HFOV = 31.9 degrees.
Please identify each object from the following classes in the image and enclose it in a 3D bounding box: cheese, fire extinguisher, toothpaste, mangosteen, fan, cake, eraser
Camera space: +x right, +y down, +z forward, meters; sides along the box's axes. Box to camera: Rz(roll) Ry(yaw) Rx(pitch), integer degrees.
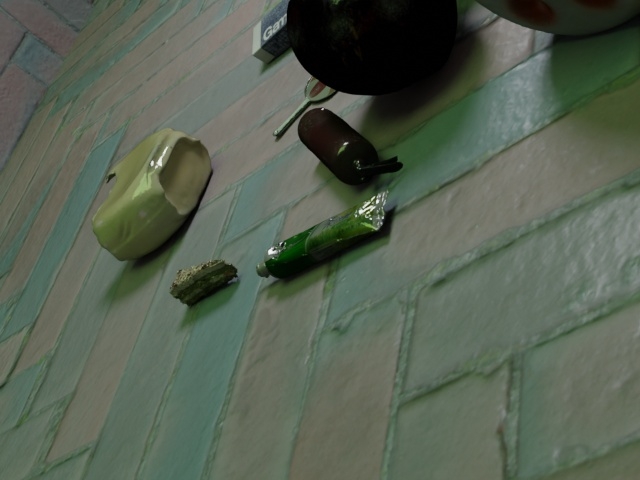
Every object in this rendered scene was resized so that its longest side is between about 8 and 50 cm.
[{"bbox_3d":[-0.325,-0.092,2.133,0.233,0.127,0.266,-26,33,41],"label":"cheese"},{"bbox_3d":[0.041,-0.138,1.674,0.089,0.072,0.267,-15,23,-11],"label":"fire extinguisher"},{"bbox_3d":[0.000,0.000,1.572,0.248,0.047,0.078,-26,36,37],"label":"toothpaste"},{"bbox_3d":[0.065,-0.368,1.674,0.275,0.302,0.275,-17,22,7],"label":"mangosteen"},{"bbox_3d":[-0.005,-0.267,1.990,0.226,0.008,0.152,-47,26,3],"label":"fan"},{"bbox_3d":[-0.186,0.065,1.774,0.140,0.051,0.055,-18,39,51],"label":"cake"},{"bbox_3d":[-0.055,-0.452,2.254,0.212,0.046,0.091,-36,40,36],"label":"eraser"}]

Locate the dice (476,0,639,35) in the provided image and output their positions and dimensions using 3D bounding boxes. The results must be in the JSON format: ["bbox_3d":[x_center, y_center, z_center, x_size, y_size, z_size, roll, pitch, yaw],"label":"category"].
[{"bbox_3d":[0.307,-0.412,1.380,0.251,0.259,0.243,-3,56,60],"label":"dice"}]
